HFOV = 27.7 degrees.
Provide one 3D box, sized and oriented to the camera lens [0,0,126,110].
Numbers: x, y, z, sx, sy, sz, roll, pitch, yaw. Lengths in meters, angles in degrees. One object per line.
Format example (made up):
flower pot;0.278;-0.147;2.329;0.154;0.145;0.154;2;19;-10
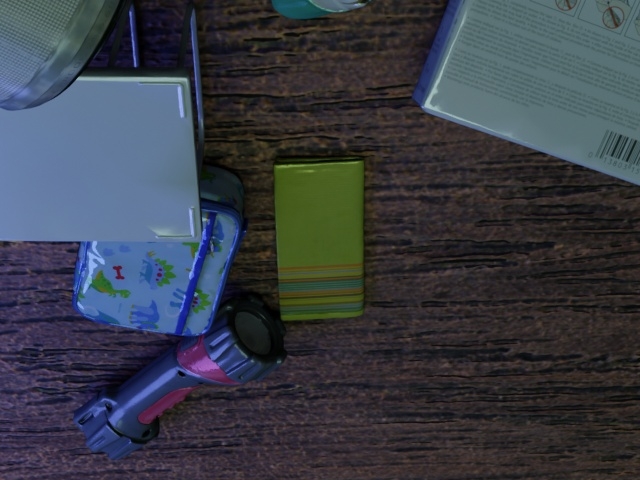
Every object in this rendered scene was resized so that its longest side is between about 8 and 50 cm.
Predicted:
camera lens;-0.300;-0.244;1.029;0.274;0.219;0.219;24;130;-34

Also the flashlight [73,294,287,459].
flashlight;-0.171;0.179;1.599;0.304;0.103;0.103;-39;163;34

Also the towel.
towel;0.000;0.000;1.481;0.102;0.021;0.237;-3;131;-2

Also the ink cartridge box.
ink cartridge box;0.259;-0.200;1.266;0.275;0.060;0.239;18;105;-13

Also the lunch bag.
lunch bag;-0.179;0.008;1.449;0.176;0.090;0.219;12;132;-12

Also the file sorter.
file sorter;-0.253;-0.126;1.272;0.278;0.173;0.192;1;131;1

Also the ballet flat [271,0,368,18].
ballet flat;0.053;-0.263;1.194;0.247;0.087;0.083;-23;121;21
